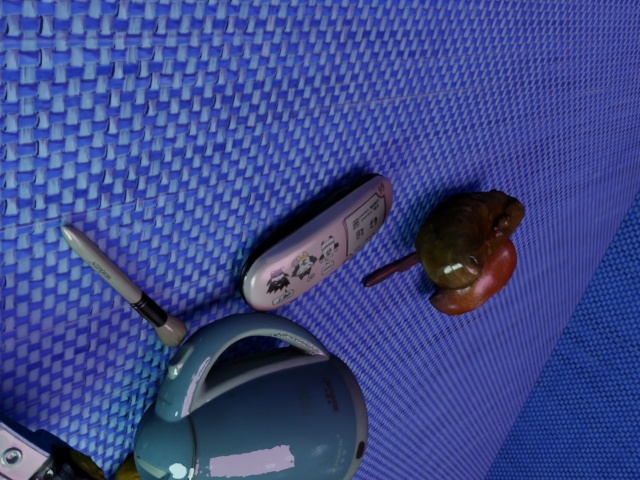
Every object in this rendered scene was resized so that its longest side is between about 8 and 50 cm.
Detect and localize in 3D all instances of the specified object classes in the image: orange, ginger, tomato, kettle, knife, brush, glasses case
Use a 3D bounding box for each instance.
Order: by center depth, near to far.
[{"bbox_3d":[-0.241,0.061,0.870,0.042,0.039,0.299,-48,145,-17],"label":"brush"},{"bbox_3d":[-0.120,0.262,1.061,0.342,0.247,0.319,5,99,-45],"label":"kettle"},{"bbox_3d":[-0.281,0.374,1.074,0.085,0.085,0.085,-34,143,-30],"label":"orange"},{"bbox_3d":[0.000,0.000,1.085,0.314,0.075,0.122,-36,147,-27],"label":"glasses case"},{"bbox_3d":[0.289,-0.014,1.391,0.321,0.172,0.165,-41,123,-45],"label":"ginger"},{"bbox_3d":[0.169,0.055,1.421,0.247,0.018,0.035,-22,134,-43],"label":"knife"},{"bbox_3d":[0.357,0.085,1.557,0.237,0.095,0.237,-45,178,-2],"label":"tomato"}]

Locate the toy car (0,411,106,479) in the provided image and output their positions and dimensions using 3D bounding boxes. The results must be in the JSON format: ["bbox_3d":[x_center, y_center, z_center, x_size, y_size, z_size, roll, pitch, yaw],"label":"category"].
[{"bbox_3d":[-0.390,0.251,0.740,0.198,0.166,0.314,-49,120,-12],"label":"toy car"}]
